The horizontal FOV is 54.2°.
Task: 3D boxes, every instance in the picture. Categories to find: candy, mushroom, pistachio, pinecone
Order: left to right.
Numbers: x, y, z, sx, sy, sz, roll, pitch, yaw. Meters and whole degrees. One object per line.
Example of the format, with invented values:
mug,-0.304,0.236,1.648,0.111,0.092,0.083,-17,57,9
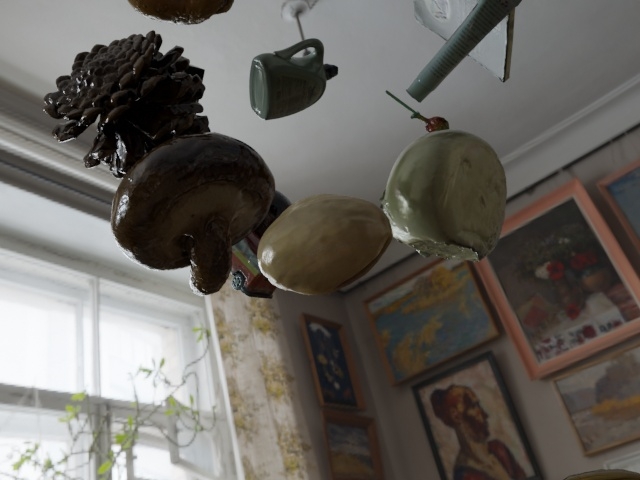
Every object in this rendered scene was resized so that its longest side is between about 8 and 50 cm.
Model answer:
pinecone,-0.414,-0.276,1.461,0.385,0.384,0.384,-11,-32,-7
mushroom,-0.258,-0.076,1.268,0.239,0.345,0.345,24,-29,15
pistachio,0.000,0.000,0.888,0.201,0.145,0.117,-24,-14,19
candy,0.253,-0.336,1.645,0.201,0.060,0.060,35,-43,3

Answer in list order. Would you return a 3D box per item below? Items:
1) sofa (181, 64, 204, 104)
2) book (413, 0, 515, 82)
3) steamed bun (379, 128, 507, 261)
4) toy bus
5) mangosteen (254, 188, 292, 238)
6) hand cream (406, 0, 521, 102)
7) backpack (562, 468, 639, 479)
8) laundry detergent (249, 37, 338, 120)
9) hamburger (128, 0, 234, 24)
sofa,-0.366,-0.394,1.650,0.085,0.060,0.147,-12,-59,-61
book,0.377,-0.612,1.678,0.043,0.371,0.260,-37,-29,-8
steamed bun,0.301,-0.113,1.556,0.233,0.311,0.334,2,-21,43
toy bus,-0.210,0.036,1.691,0.120,0.265,0.121,-52,-32,15
mangosteen,-0.213,-0.060,1.933,0.311,0.311,0.311,-11,-32,-7
hand cream,0.337,-0.470,1.506,0.085,0.058,0.331,32,-59,-21
backpack,0.648,0.699,1.392,0.378,0.353,0.201,-24,-25,15
laundry detergent,-0.063,-0.468,1.780,0.281,0.105,0.214,-27,-35,-27
hamburger,-0.318,-0.548,1.391,0.262,0.124,0.130,8,-69,13
